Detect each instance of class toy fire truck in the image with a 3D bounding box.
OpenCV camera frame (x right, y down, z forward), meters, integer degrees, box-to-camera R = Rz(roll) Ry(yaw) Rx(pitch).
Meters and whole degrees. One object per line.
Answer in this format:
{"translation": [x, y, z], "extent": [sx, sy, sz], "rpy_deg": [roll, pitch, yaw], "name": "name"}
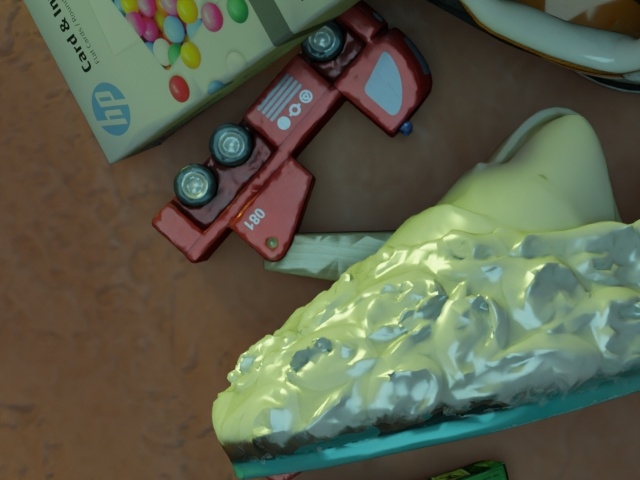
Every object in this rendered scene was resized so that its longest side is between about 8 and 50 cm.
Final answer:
{"translation": [0.000, 0.000, 0.658], "extent": [0.135, 0.047, 0.192], "rpy_deg": [42, 93, 1], "name": "toy fire truck"}

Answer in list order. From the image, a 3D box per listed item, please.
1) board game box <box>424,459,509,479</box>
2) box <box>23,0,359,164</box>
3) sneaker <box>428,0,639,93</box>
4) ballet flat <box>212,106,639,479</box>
{"translation": [-0.018, 0.198, 0.624], "extent": [0.259, 0.030, 0.136], "rpy_deg": [-14, 88, -21], "name": "board game box"}
{"translation": [-0.063, -0.134, 0.607], "extent": [0.186, 0.038, 0.145], "rpy_deg": [-27, 90, 47], "name": "box"}
{"translation": [0.041, -0.170, 0.612], "extent": [0.321, 0.127, 0.126], "rpy_deg": [27, 95, 4], "name": "sneaker"}
{"translation": [0.149, 0.002, 0.602], "extent": [0.408, 0.147, 0.147], "rpy_deg": [-9, 91, -9], "name": "ballet flat"}
